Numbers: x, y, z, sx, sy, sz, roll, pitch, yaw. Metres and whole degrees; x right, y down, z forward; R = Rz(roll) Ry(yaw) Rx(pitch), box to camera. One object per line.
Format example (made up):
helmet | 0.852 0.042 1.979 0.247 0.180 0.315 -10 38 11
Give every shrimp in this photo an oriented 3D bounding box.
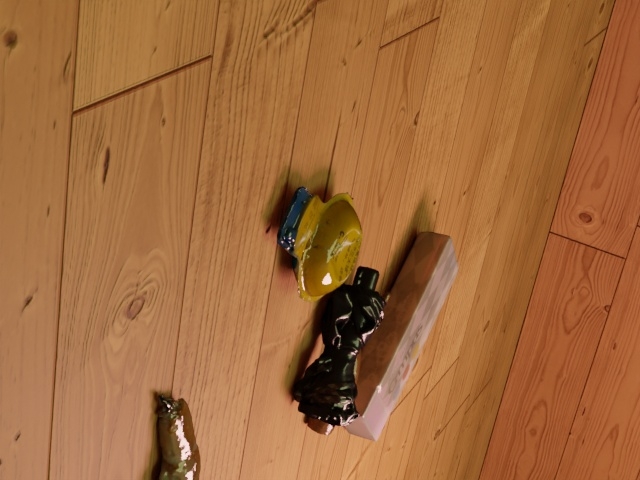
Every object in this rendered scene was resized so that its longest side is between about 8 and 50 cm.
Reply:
shrimp | -0.208 0.349 1.514 0.287 0.068 0.185 -69 162 -6

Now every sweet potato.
sweet potato | 0.043 0.209 2.028 0.059 0.067 0.281 6 106 -46

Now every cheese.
cheese | 0.000 0.000 1.703 0.177 0.069 0.270 -66 157 -9

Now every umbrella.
umbrella | 0.039 0.174 1.935 0.110 0.122 0.272 7 -103 65

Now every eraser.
eraser | 0.153 0.187 2.264 0.397 0.082 0.213 -63 159 -17
